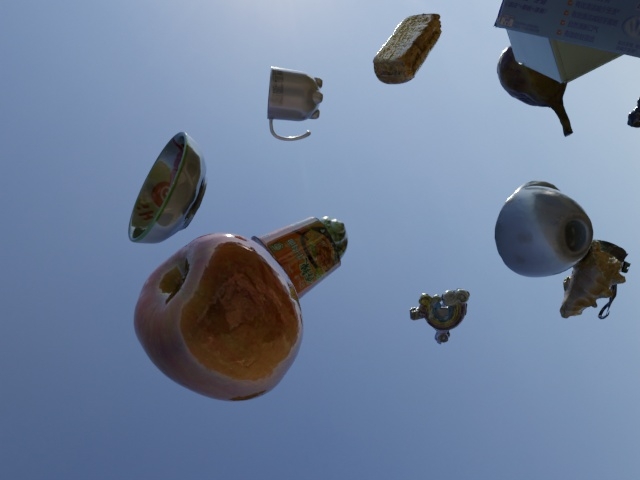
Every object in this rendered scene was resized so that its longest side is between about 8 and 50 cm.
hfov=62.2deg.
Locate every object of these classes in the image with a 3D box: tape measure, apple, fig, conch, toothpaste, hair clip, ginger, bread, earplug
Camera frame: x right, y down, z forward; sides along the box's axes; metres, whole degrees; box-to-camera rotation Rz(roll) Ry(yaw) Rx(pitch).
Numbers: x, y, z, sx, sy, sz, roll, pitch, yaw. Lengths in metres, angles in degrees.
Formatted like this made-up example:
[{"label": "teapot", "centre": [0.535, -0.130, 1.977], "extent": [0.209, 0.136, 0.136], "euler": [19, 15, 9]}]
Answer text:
[{"label": "tape measure", "centre": [0.647, 0.090, 1.243], "extent": [0.104, 0.107, 0.180], "euler": [9, -81, -55]}, {"label": "apple", "centre": [-0.145, 0.120, 0.823], "extent": [0.241, 0.242, 0.242], "euler": [44, -133, -37]}, {"label": "fig", "centre": [0.602, -0.417, 1.481], "extent": [0.190, 0.190, 0.291], "euler": [-11, -88, -48]}, {"label": "conch", "centre": [0.001, 0.001, 1.670], "extent": [0.187, 0.182, 0.124], "euler": [20, -163, -25]}, {"label": "toothpaste", "centre": [0.338, -0.244, 0.591], "extent": [0.053, 0.272, 0.066], "euler": [-58, -19, -58]}, {"label": "hair clip", "centre": [0.338, 0.199, 1.493], "extent": [0.049, 0.172, 0.116], "euler": [-47, -53, -68]}, {"label": "ginger", "centre": [0.602, 0.089, 1.180], "extent": [0.081, 0.115, 0.206], "euler": [-64, -26, -59]}, {"label": "bread", "centre": [0.214, -0.466, 1.289], "extent": [0.211, 0.113, 0.083], "euler": [-56, -45, -23]}, {"label": "earplug", "centre": [0.470, -0.021, 1.108], "extent": [0.325, 0.174, 0.214], "euler": [-11, -79, -64]}]

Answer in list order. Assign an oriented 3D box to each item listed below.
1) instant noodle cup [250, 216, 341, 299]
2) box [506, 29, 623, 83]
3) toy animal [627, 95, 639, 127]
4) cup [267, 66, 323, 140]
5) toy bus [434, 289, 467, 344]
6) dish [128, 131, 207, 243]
[{"label": "instant noodle cup", "centre": [-0.064, 0.048, 1.505], "extent": [0.182, 0.230, 0.230], "euler": [-30, -81, -20]}, {"label": "box", "centre": [0.517, -0.428, 1.043], "extent": [0.118, 0.224, 0.225], "euler": [58, -169, -28]}, {"label": "toy animal", "centre": [0.826, -0.295, 1.188], "extent": [0.094, 0.225, 0.121], "euler": [-46, -30, -48]}, {"label": "cup", "centre": [-0.069, -0.367, 1.413], "extent": [0.141, 0.134, 0.174], "euler": [5, -110, -8]}, {"label": "toy bus", "centre": [0.398, 0.242, 1.667], "extent": [0.168, 0.076, 0.073], "euler": [-63, -17, 9]}, {"label": "dish", "centre": [-0.390, -0.124, 1.437], "extent": [0.124, 0.324, 0.325], "euler": [26, -123, -30]}]
